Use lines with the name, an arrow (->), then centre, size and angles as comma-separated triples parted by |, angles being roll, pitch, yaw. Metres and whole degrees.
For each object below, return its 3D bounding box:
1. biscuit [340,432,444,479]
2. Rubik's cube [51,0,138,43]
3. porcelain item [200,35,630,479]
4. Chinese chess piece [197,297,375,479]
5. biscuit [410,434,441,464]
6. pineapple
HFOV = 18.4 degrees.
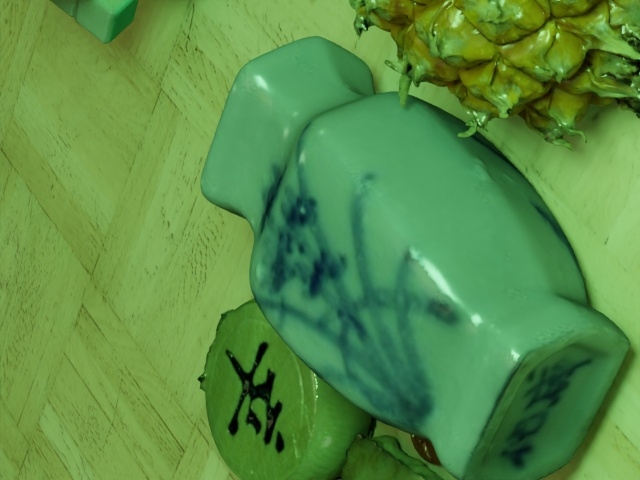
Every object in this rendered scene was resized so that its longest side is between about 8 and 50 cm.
biscuit -> 0.098, 0.299, 1.714 | 0.273, 0.036, 0.187 | 40, 122, 43
Rubik's cube -> -0.216, -0.330, 1.918 | 0.224, 0.265, 0.213 | 129, 139, -57
porcelain item -> 0.065, 0.015, 1.626 | 0.405, 0.178, 0.243 | 49, 129, 39
Chinese chess piece -> -0.032, 0.141, 1.838 | 0.188, 0.083, 0.189 | -2, 88, 52
biscuit -> 0.104, 0.150, 1.715 | 0.078, 0.015, 0.091 | 9, 99, 52
pineapple -> 0.162, -0.188, 1.444 | 0.286, 0.209, 0.344 | 51, 132, 29
